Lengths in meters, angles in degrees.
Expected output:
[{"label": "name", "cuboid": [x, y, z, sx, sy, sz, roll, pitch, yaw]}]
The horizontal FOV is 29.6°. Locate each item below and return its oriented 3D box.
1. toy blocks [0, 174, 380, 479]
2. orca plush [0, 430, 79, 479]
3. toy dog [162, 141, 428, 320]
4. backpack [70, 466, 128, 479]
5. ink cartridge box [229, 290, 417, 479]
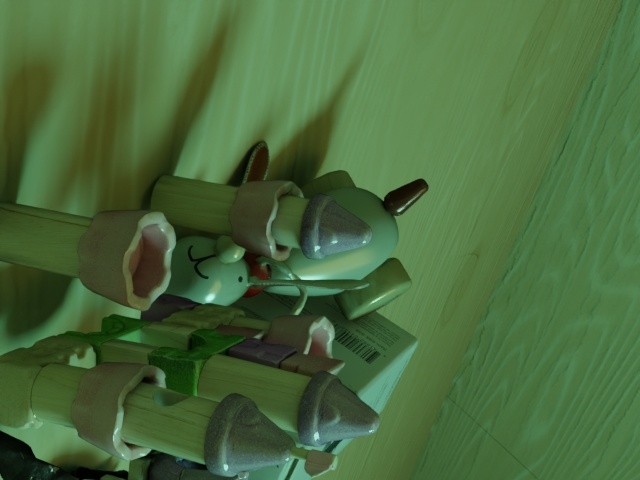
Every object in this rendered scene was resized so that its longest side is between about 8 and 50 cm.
[{"label": "toy blocks", "cuboid": [-0.069, 0.119, 0.905, 0.288, 0.260, 0.309, -21, 119, -66]}, {"label": "orca plush", "cuboid": [-0.310, 0.282, 1.030, 0.151, 0.102, 0.287, 10, 107, -25]}, {"label": "toy dog", "cuboid": [0.000, 0.000, 1.197, 0.161, 0.220, 0.334, -41, -176, 31]}, {"label": "backpack", "cuboid": [-0.225, 0.303, 1.208, 0.152, 0.115, 0.182, -51, 160, -15]}, {"label": "ink cartridge box", "cuboid": [-0.051, 0.142, 1.271, 0.273, 0.197, 0.114, -32, 150, -57]}]
